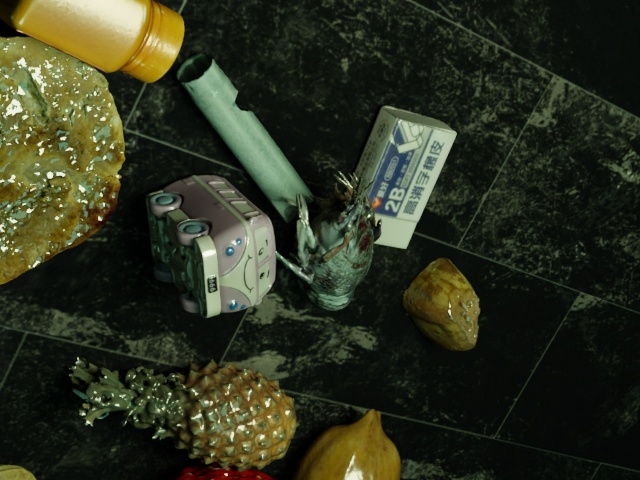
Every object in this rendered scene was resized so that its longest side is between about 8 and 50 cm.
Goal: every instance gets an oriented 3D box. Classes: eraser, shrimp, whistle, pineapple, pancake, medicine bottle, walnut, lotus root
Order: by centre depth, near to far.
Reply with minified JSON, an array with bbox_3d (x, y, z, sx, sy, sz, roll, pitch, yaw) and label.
[{"bbox_3d":[-0.287,-0.284,1.517,0.222,0.149,0.112,24,101,-38],"label":"medicine bottle"},{"bbox_3d":[-0.410,-0.099,1.546,0.356,0.065,0.356,-16,122,-28],"label":"pancake"},{"bbox_3d":[-0.102,-0.142,1.767,0.062,0.062,0.312,-40,129,-5],"label":"whistle"},{"bbox_3d":[0.000,0.001,1.796,0.172,0.137,0.372,-25,150,-17],"label":"shrimp"},{"bbox_3d":[-0.208,0.255,1.865,0.361,0.175,0.175,17,106,-37],"label":"pineapple"},{"bbox_3d":[0.117,-0.097,1.920,0.124,0.068,0.210,9,112,-35],"label":"eraser"},{"bbox_3d":[0.203,0.114,2.068,0.095,0.135,0.159,-4,105,-28],"label":"lotus root"},{"bbox_3d":[0.039,0.443,2.102,0.209,0.209,0.336,11,100,-35],"label":"walnut"}]

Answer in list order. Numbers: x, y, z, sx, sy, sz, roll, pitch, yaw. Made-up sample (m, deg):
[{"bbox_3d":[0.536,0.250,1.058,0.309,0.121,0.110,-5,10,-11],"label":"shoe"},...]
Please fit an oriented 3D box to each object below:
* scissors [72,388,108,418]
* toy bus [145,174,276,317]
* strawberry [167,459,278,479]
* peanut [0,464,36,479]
[{"bbox_3d":[-0.352,0.247,1.874,0.036,0.006,0.083,-47,130,3],"label":"scissors"},{"bbox_3d":[-0.153,0.005,1.730,0.142,0.202,0.142,-15,123,-26],"label":"toy bus"},{"bbox_3d":[-0.109,0.498,1.910,0.295,0.345,0.317,63,35,-26],"label":"strawberry"},{"bbox_3d":[-0.456,0.391,1.848,0.194,0.083,0.093,22,69,-42],"label":"peanut"}]
